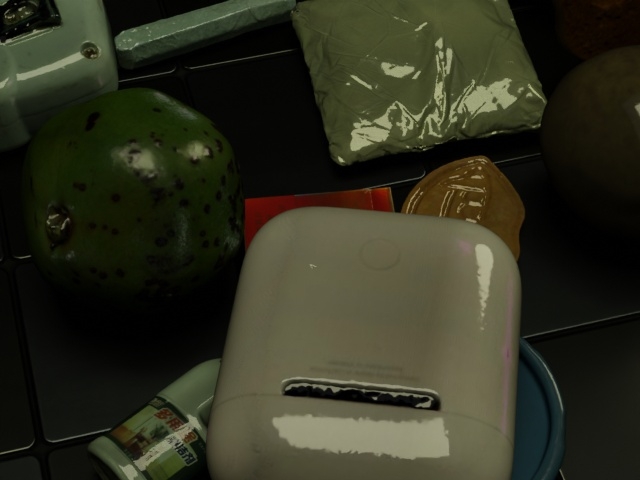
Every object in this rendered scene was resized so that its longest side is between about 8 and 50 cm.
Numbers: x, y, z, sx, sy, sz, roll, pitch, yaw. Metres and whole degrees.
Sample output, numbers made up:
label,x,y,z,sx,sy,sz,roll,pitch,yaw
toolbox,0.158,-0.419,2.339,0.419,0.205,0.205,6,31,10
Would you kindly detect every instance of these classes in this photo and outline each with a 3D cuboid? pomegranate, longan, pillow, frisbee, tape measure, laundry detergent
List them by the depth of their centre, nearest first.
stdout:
label,x,y,z,sx,sy,sz,roll,pitch,yaw
laundry detergent,-0.121,0.180,1.515,0.226,0.070,0.099,-35,51,-26
frisbee,0.105,0.188,1.521,0.289,0.049,0.289,-2,52,2
pomegranate,-0.193,-0.047,1.603,0.254,0.254,0.270,29,37,21
longan,0.368,-0.118,1.667,0.248,0.248,0.248,0,51,0
tape measure,-0.376,-0.241,1.812,0.246,0.125,0.243,-24,57,-8
pillow,0.123,-0.221,1.838,0.281,0.076,0.274,-10,53,-7

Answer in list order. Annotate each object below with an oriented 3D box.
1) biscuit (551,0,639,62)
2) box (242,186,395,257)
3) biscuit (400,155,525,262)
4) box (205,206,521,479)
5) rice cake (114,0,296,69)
label,x,y,z,sx,sy,sz,roll,pitch,yaw
biscuit,0.396,-0.316,1.801,0.257,0.273,0.049,-24,35,-7
box,0.000,0.001,1.674,0.175,0.048,0.112,-4,50,-3
biscuit,0.160,-0.015,1.700,0.142,0.029,0.220,10,52,8
box,0.048,0.120,1.454,0.289,0.141,0.349,6,53,5
rice cake,-0.147,-0.270,1.895,0.245,0.045,0.042,-19,52,-15
